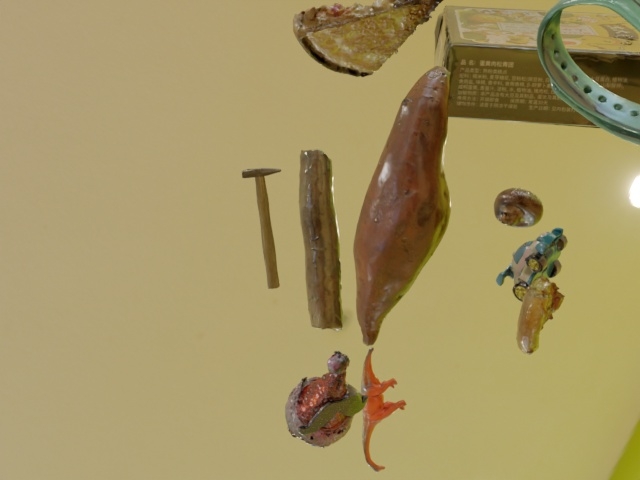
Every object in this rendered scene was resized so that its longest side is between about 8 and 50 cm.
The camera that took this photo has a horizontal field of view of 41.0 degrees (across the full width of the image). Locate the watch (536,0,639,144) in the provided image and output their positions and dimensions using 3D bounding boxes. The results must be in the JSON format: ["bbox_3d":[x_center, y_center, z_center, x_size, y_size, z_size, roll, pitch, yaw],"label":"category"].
[{"bbox_3d":[0.372,-0.209,1.021,0.068,0.237,0.195,-45,-8,-28],"label":"watch"}]

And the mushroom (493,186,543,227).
[{"bbox_3d":[0.448,-0.074,1.948,0.109,0.085,0.126,-6,-21,-14],"label":"mushroom"}]

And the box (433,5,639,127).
[{"bbox_3d":[0.415,-0.318,1.541,0.420,0.373,0.138,5,-66,5],"label":"box"}]

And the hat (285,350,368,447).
[{"bbox_3d":[0.022,0.258,1.449,0.140,0.129,0.227,2,-38,-15],"label":"hat"}]

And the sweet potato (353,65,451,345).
[{"bbox_3d":[0.104,-0.036,1.043,0.112,0.112,0.359,6,-76,-39],"label":"sweet potato"}]

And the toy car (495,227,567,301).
[{"bbox_3d":[0.431,0.037,1.753,0.126,0.098,0.161,-39,-35,-34],"label":"toy car"}]

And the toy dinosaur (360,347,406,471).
[{"bbox_3d":[0.117,0.331,1.675,0.101,0.055,0.279,-13,-75,-1],"label":"toy dinosaur"}]

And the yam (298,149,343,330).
[{"bbox_3d":[0.000,0.000,1.477,0.067,0.071,0.317,-3,-92,-17],"label":"yam"}]

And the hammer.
[{"bbox_3d":[-0.082,-0.018,1.358,0.062,0.013,0.199,-9,-75,-8],"label":"hammer"}]

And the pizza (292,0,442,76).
[{"bbox_3d":[0.072,-0.421,1.649,0.251,0.074,0.288,-2,-24,-37],"label":"pizza"}]

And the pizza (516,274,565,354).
[{"bbox_3d":[0.433,0.138,1.676,0.161,0.062,0.182,-44,-34,-45],"label":"pizza"}]
